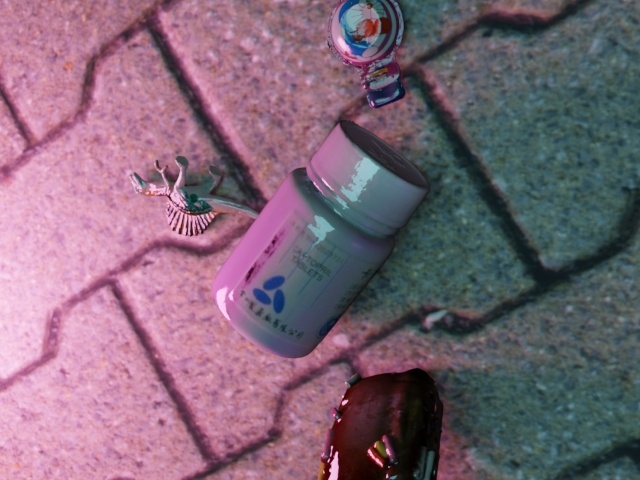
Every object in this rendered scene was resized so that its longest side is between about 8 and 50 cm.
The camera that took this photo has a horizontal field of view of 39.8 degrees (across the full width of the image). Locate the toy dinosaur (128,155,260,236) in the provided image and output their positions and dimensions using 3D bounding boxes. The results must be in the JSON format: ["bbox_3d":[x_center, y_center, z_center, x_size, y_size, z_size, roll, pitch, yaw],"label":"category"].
[{"bbox_3d":[-0.162,-0.046,1.129,0.187,0.044,0.106,37,121,-1],"label":"toy dinosaur"}]

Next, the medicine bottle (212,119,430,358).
[{"bbox_3d":[0.000,0.000,1.012,0.152,0.152,0.254,42,109,10],"label":"medicine bottle"}]

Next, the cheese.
[{"bbox_3d":[0.057,-0.226,1.022,0.095,0.038,0.145,-19,89,21],"label":"cheese"}]

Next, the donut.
[{"bbox_3d":[0.064,0.326,0.975,0.136,0.259,0.345,2,99,12],"label":"donut"}]
